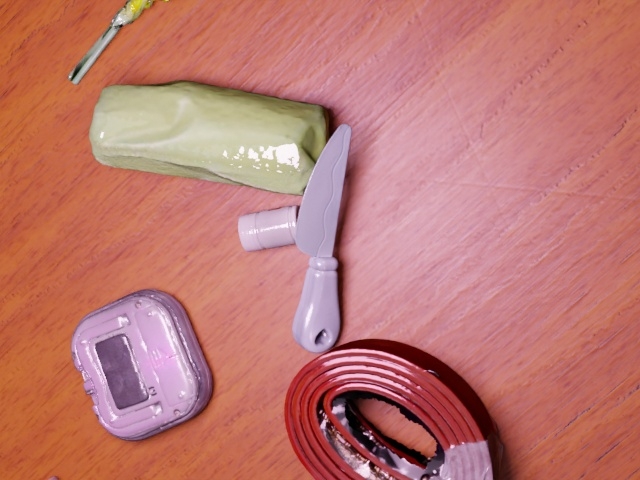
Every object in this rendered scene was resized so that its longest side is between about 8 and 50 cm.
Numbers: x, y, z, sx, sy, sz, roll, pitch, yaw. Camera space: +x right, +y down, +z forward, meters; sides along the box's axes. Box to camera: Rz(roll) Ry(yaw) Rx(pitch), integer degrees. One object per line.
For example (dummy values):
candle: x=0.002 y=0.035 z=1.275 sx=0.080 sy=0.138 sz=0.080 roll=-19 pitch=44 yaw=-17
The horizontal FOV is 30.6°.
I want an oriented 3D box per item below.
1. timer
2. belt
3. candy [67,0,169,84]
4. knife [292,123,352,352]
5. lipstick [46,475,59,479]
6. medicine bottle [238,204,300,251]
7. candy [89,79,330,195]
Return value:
timer: x=-0.269 y=0.187 z=1.742 sx=0.191 sy=0.069 sz=0.208 roll=-25 pitch=87 yaw=17
belt: x=0.110 y=0.269 z=1.623 sx=0.324 sy=0.115 sz=0.227 roll=30 pitch=101 yaw=11
candy: x=-0.292 y=-0.329 z=1.734 sx=0.073 sy=0.077 sz=0.262 roll=39 pitch=111 yaw=-12
knife: x=-0.002 y=0.001 z=1.628 sx=0.044 sy=0.080 sz=0.331 roll=30 pitch=121 yaw=54
lipstick: x=-0.361 y=0.483 z=1.774 sx=0.070 sy=0.070 sz=0.254 roll=-37 pitch=83 yaw=13
medicine bottle: x=-0.068 y=-0.017 z=1.686 sx=0.089 sy=0.057 sz=0.057 roll=-11 pitch=90 yaw=14
candy: x=-0.153 y=-0.150 z=1.666 sx=0.343 sy=0.132 sz=0.142 roll=9 pitch=102 yaw=13
